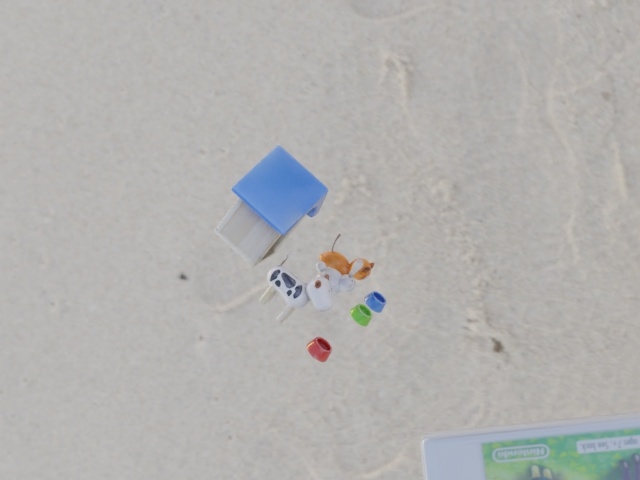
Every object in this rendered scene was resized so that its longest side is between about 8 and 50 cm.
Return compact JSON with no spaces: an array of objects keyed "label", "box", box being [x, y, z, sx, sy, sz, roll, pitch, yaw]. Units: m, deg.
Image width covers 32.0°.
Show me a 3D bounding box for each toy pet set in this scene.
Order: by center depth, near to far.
[{"label":"toy pet set","box":[0.000,0.000,0.697,0.114,0.122,0.065,43,113,6]}]

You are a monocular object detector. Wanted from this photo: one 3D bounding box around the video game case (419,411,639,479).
[{"label":"video game case","box":[0.166,0.184,0.563,0.212,0.023,0.193,-6,89,4]}]
